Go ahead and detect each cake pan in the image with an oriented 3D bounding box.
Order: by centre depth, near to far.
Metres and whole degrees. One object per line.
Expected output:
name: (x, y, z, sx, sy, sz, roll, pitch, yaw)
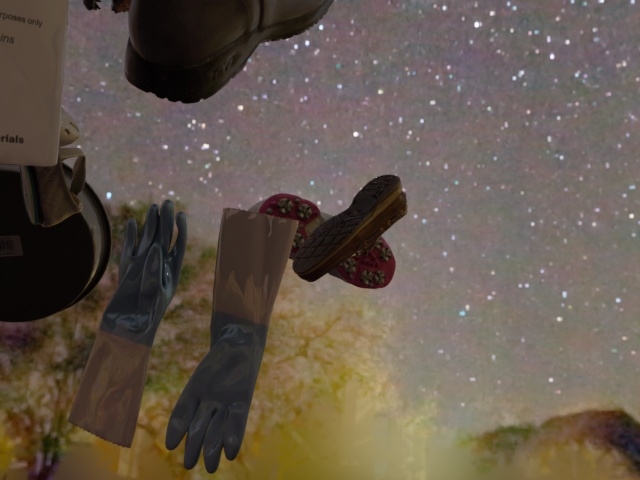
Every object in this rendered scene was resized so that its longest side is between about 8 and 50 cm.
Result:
cake pan: (-0.471, 0.002, 1.077, 0.293, 0.293, 0.054, 7, 22, -11)

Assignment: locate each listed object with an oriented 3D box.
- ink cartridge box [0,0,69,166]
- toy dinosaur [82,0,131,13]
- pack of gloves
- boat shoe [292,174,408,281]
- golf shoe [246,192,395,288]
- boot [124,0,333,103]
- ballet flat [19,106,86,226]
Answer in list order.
ink cartridge box: (-0.237, -0.199, 0.387, 0.211, 0.289, 0.121, 16, 12, 39)
toy dinosaur: (-0.284, -0.375, 0.690, 0.218, 0.322, 0.164, -22, -19, -36)
pack of gloves: (-0.120, 0.082, 0.649, 0.195, 0.232, 0.046, 11, -7, 32)
boat shoe: (0.043, -0.006, 0.872, 0.064, 0.178, 0.060, 23, -30, 54)
golf shoe: (0.000, 0.000, 1.278, 0.306, 0.115, 0.140, 28, -12, -28)
boot: (-0.054, -0.288, 0.623, 0.118, 0.338, 0.222, 22, -43, 8)
ballet flat: (-0.217, -0.076, 0.565, 0.052, 0.057, 0.168, -20, -28, -27)
